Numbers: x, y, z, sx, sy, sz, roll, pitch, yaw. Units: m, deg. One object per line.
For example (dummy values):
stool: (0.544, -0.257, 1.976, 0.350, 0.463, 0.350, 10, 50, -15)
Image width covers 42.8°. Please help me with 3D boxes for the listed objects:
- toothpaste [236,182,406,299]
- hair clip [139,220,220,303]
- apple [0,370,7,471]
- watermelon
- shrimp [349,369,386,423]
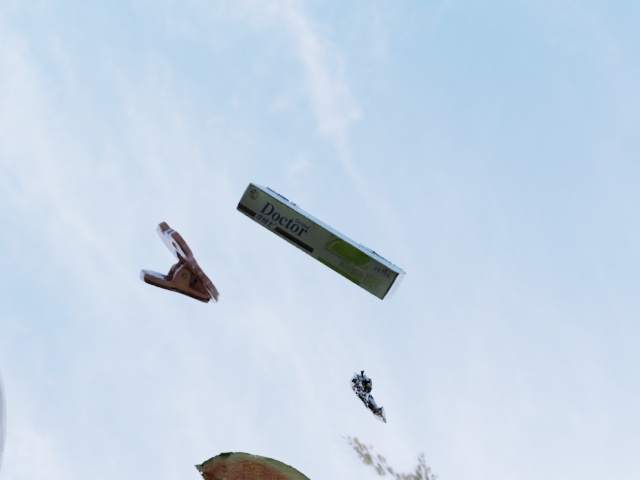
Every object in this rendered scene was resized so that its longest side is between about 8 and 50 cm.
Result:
toothpaste: (0.000, 0.000, 1.540, 0.337, 0.081, 0.067, 31, -84, 15)
hair clip: (-0.218, 0.041, 1.350, 0.138, 0.123, 0.102, 23, -89, -23)
apple: (-0.323, 0.104, 0.461, 0.286, 0.286, 0.233, 5, -136, 16)
watermelon: (-0.074, 0.384, 1.107, 0.128, 0.146, 0.231, -29, -105, -35)
shrimp: (0.076, 0.239, 1.255, 0.034, 0.161, 0.091, -39, -108, -7)
